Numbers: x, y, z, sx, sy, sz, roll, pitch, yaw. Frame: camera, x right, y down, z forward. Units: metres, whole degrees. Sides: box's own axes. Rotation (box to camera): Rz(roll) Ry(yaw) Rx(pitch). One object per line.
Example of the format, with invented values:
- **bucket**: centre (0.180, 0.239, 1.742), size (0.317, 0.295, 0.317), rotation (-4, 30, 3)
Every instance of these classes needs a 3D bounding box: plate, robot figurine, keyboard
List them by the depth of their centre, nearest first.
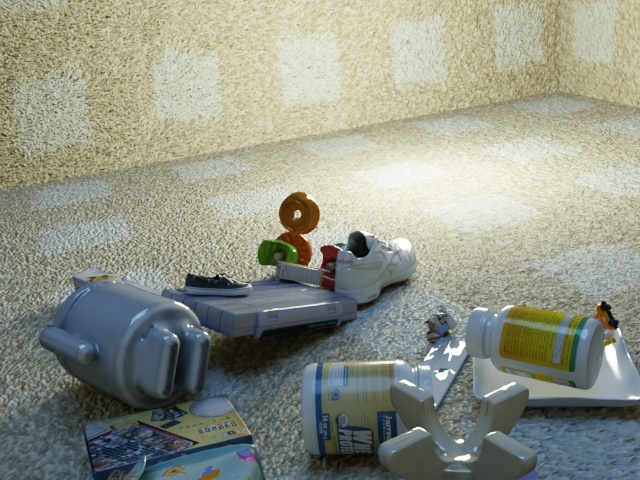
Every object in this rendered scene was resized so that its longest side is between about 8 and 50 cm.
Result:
- **plate**: centre (0.405, 0.223, 1.485), size (0.277, 0.045, 0.278), rotation (-1, 20, 8)
- **keyboard**: centre (0.213, 0.241, 1.538), size (0.072, 0.014, 0.256), rotation (10, 25, 23)
- **robot figurine**: centre (-0.356, 0.185, 1.549), size (0.353, 0.199, 0.300), rotation (14, 3, 42)

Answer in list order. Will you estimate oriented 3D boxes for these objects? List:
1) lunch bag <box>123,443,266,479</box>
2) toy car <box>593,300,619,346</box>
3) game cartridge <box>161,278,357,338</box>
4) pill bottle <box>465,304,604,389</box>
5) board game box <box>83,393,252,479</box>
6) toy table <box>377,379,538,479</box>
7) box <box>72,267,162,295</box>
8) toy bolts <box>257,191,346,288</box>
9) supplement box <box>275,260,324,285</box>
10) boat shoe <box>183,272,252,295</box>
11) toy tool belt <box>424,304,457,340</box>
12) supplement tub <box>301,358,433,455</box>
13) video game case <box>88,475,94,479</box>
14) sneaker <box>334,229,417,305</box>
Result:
- **lunch bag**: centre (-0.201, 0.383, 1.046), size (0.262, 0.160, 0.223), rotation (-12, 21, 16)
- **toy car**: centre (0.504, 0.152, 1.518), size (0.040, 0.060, 0.122), rotation (-31, -1, 28)
- **game cartridge**: centre (-0.117, 0.136, 1.720), size (0.230, 0.068, 0.355), rotation (19, 14, 41)
- **pill bottle**: centre (0.354, 0.171, 1.406), size (0.208, 0.117, 0.117), rotation (8, 24, 32)
- **board game box**: centre (-0.247, 0.321, 1.352), size (0.243, 0.042, 0.165), rotation (-9, 16, -19)
- **toy table**: centre (0.185, 0.307, 1.147), size (0.252, 0.161, 0.274), rotation (14, 26, 41)
- **box**: centre (-0.450, 0.130, 1.920), size (0.324, 0.067, 0.063), rotation (15, 29, 41)
- **toy bolts**: centre (0.000, 0.000, 2.009), size (0.228, 0.218, 0.158), rotation (24, 19, 20)
- **supplement box**: centre (-0.048, 0.073, 1.892), size (0.098, 0.036, 0.062), rotation (11, 2, -14)
- **boat shoe**: centre (-0.199, 0.085, 1.665), size (0.142, 0.040, 0.049), rotation (2, 9, -28)
- **toy tool belt**: centre (0.230, 0.162, 1.677), size (0.083, 0.051, 0.052), rotation (-23, -4, -42)
- **supplement tub**: centre (0.075, 0.260, 1.320), size (0.200, 0.144, 0.144), rotation (-4, 20, 6)
- **video game case**: centre (-0.318, 0.395, 1.239), size (0.119, 0.015, 0.166), rotation (2, 22, 18)
- **sneaker**: centre (0.132, 0.035, 1.913), size (0.114, 0.152, 0.305), rotation (5, 21, 31)
